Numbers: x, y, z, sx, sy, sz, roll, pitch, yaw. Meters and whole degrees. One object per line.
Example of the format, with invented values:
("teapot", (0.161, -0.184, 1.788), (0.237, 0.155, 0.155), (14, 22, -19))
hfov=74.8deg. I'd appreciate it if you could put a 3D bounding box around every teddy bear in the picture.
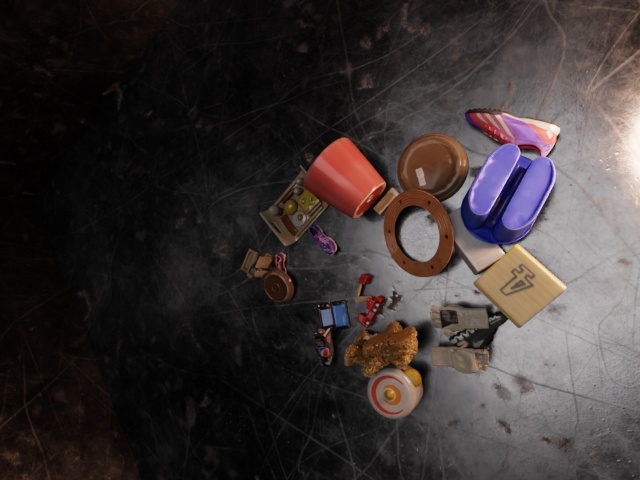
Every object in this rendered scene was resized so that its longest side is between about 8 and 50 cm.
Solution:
("teddy bear", (0.234, 0.418, 1.601), (0.338, 0.245, 0.113), (-24, 105, 30))

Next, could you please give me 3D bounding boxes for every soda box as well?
("soda box", (0.018, 0.449, 1.759), (0.054, 0.060, 0.168), (4, 119, 25))

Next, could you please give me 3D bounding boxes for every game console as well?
("game console", (0.056, 0.323, 1.781), (0.071, 0.108, 0.122), (-23, 74, 55))

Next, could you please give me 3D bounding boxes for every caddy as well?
("caddy", (0.629, -0.153, 1.417), (0.242, 0.179, 0.341), (29, 84, 17))

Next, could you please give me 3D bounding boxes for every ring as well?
("ring", (0.367, -0.026, 1.578), (0.337, 0.032, 0.335), (21, 117, 49))

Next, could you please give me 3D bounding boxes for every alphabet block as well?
("alphabet block", (0.660, 0.147, 1.385), (0.193, 0.192, 0.197), (-48, 66, 17))

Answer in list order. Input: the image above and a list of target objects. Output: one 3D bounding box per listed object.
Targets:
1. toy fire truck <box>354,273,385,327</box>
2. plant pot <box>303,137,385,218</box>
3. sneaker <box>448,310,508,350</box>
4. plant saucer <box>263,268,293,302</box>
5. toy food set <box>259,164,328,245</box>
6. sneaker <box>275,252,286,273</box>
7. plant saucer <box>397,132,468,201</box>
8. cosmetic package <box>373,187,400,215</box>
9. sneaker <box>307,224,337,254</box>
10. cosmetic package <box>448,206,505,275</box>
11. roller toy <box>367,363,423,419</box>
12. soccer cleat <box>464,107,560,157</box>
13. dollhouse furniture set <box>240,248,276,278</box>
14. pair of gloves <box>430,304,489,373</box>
("toy fire truck", (0.188, 0.247, 1.722), (0.135, 0.047, 0.191), (32, 104, 27))
("plant pot", (0.111, -0.235, 1.682), (0.243, 0.275, 0.274), (43, 108, 13))
("sneaker", (0.582, 0.336, 1.486), (0.234, 0.078, 0.106), (-39, 73, 26))
("plant saucer", (-0.200, 0.215, 1.926), (0.169, 0.029, 0.168), (9, 108, 30))
("toy food set", (-0.120, -0.157, 1.887), (0.306, 0.092, 0.219), (-47, 67, 19))
("sneaker", (-0.190, 0.116, 1.934), (0.047, 0.057, 0.119), (-6, 86, 27))
("plant saucer", (0.426, -0.282, 1.622), (0.278, 0.041, 0.277), (-1, 88, 29))
("cosmetic package", (0.273, -0.155, 1.688), (0.041, 0.060, 0.115), (48, 111, 22))
("sneaker", (0.000, 0.000, 1.826), (0.170, 0.071, 0.068), (46, 109, 22))
("cosmetic package", (0.538, -0.002, 1.503), (0.118, 0.085, 0.231), (-31, 70, 2))
("roller toy", (0.285, 0.571, 1.595), (0.210, 0.146, 0.190), (-1, 88, 28))
("soccer cleat", (0.652, -0.383, 1.466), (0.319, 0.109, 0.116), (23, 103, 26))
("dollhouse furniture set", (-0.323, 0.108, 1.969), (0.151, 0.123, 0.143), (30, 102, 27))
("pair of gloves", (0.487, 0.348, 1.477), (0.204, 0.042, 0.239), (1, 93, 33))
